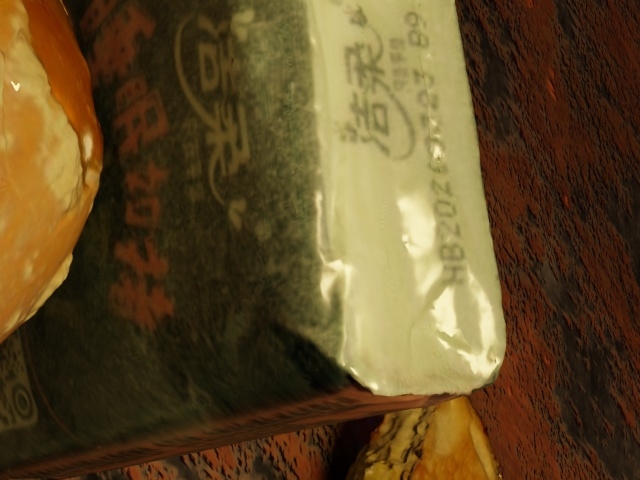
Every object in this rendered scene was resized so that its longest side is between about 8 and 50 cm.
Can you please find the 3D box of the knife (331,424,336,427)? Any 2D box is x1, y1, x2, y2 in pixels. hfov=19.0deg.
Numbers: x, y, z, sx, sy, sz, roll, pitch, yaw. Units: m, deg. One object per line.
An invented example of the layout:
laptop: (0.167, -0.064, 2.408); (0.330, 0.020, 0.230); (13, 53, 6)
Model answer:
knife: (0.000, 0.000, 1.293); (0.072, 0.019, 0.245); (37, 49, -52)

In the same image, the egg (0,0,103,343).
egg: (-0.183, -0.034, 0.752); (0.195, 0.195, 0.233); (54, 33, -40)

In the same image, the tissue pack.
tissue pack: (-0.064, -0.020, 0.849); (0.103, 0.315, 0.228); (-1, 79, -37)

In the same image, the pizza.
pizza: (0.059, 0.246, 1.224); (0.223, 0.089, 0.323); (-38, 119, -50)
